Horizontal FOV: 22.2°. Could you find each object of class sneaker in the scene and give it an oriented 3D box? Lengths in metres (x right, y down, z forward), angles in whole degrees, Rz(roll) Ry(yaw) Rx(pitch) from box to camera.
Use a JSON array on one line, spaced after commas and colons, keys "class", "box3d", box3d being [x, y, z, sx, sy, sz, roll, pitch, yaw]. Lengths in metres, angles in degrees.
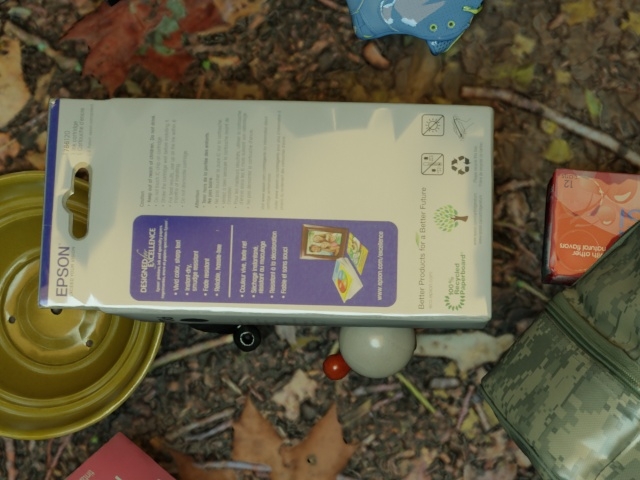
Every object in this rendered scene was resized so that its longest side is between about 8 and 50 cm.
[{"class": "sneaker", "box3d": [0.125, -0.226, 1.363, 0.240, 0.091, 0.126, -10, 103, 3]}]

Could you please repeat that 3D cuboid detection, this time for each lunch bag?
[{"class": "lunch bag", "box3d": [0.313, 0.123, 1.207, 0.305, 0.212, 0.256, 39, 97, -17]}]

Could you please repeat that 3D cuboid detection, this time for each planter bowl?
[{"class": "planter bowl", "box3d": [-0.228, 0.054, 1.349, 0.217, 0.090, 0.217, 0, 86, 4]}]

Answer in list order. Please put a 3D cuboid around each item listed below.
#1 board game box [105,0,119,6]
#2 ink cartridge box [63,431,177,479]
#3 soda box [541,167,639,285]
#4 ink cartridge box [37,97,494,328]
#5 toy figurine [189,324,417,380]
[{"class": "board game box", "box3d": [-0.146, -0.308, 1.407, 0.186, 0.026, 0.126, -38, 84, 0]}, {"class": "ink cartridge box", "box3d": [-0.121, 0.323, 1.265, 0.283, 0.117, 0.207, 39, 120, 6]}, {"class": "soda box", "box3d": [0.314, -0.002, 1.318, 0.263, 0.083, 0.092, 4, 85, 4]}, {"class": "ink cartridge box", "box3d": [-0.038, -0.020, 1.214, 0.333, 0.065, 0.165, 2, 80, 0]}, {"class": "toy figurine", "box3d": [0.000, 0.000, 1.308, 0.213, 0.148, 0.209, 17, 86, 6]}]
